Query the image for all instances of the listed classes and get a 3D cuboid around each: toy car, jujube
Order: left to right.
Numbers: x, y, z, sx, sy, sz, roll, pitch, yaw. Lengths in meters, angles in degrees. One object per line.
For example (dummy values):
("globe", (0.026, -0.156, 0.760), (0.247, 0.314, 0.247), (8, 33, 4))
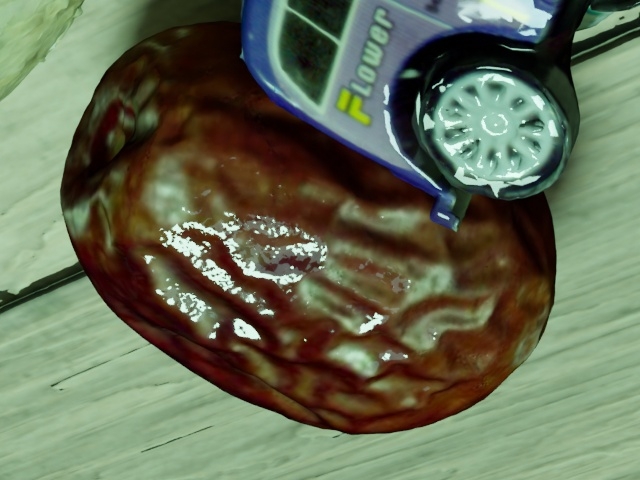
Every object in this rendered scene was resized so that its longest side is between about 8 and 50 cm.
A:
("jujube", (0.000, 0.000, 0.866), (0.243, 0.183, 0.183), (23, 135, -31))
("toy car", (0.062, -0.139, 0.734), (0.158, 0.172, 0.235), (25, 131, 2))

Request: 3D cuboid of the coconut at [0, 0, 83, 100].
("coconut", (-0.259, -0.150, 0.609), (0.405, 0.404, 0.404), (3, 136, 3))
